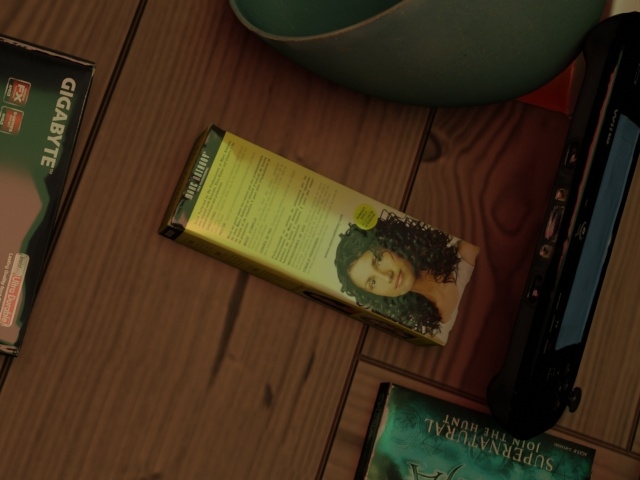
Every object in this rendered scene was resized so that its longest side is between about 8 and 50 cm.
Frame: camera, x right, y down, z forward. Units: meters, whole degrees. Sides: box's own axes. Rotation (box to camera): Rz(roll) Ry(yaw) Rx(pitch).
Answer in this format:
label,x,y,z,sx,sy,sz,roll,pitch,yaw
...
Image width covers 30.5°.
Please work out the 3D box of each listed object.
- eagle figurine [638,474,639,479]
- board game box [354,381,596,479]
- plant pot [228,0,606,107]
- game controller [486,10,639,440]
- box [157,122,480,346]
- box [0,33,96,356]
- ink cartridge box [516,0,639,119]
label,x,y,z,sx,sy,sz,roll,pitch,yaw
eagle figurine,0.369,0.218,0.934,0.298,0.225,0.226,-16,132,-46
board game box,0.118,0.198,0.922,0.186,0.026,0.126,19,78,-13
plant pot,0.101,-0.210,0.863,0.195,0.290,0.290,39,72,-39
game controller,0.196,-0.008,0.878,0.067,0.166,0.319,15,94,14
box,0.000,0.000,0.896,0.232,0.058,0.087,23,77,-12
box,-0.271,-0.043,0.826,0.175,0.051,0.220,16,78,-14
ink cartridge box,0.247,-0.236,0.999,0.238,0.060,0.275,14,79,-15
